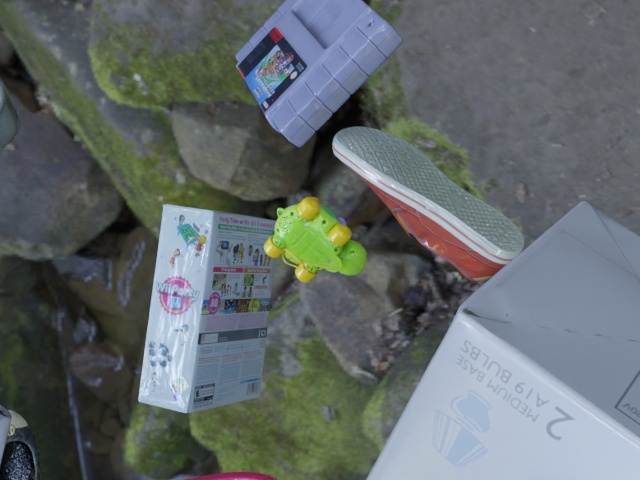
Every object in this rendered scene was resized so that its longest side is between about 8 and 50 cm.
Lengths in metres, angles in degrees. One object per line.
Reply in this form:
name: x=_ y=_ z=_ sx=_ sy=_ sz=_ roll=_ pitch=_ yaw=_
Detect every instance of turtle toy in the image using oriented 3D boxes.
turtle toy: x=0.000 y=0.000 z=1.112 sx=0.130 sy=0.066 sz=0.095 roll=39 pitch=120 yaw=-8

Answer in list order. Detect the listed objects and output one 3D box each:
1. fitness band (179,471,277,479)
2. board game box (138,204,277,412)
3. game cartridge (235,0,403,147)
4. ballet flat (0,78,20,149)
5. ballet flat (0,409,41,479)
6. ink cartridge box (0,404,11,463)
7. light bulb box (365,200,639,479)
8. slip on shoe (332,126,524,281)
fitness band: x=-0.199 y=0.452 z=1.487 sx=0.291 sy=0.209 sz=0.054 roll=-9 pitch=101 yaw=-7
board game box: x=-0.170 y=0.105 z=1.453 sx=0.097 sy=0.224 sz=0.303 roll=8 pitch=90 yaw=24
game cartridge: x=-0.021 y=-0.304 z=1.452 sx=0.230 sy=0.068 sz=0.355 roll=-42 pitch=33 yaw=8
ballet flat: x=-0.301 y=-0.052 z=0.659 sx=0.072 sy=0.213 sz=0.068 roll=20 pitch=140 yaw=16
ballet flat: x=-0.356 y=0.286 z=1.078 sx=0.049 sy=0.057 sz=0.173 roll=141 pitch=119 yaw=-68
ink cartridge box: x=-0.348 y=0.273 z=0.484 sx=0.151 sy=0.270 sz=0.395 roll=20 pitch=103 yaw=22
light bulb box: x=0.206 y=0.235 z=0.606 sx=0.358 sy=0.225 sz=0.361 roll=35 pitch=125 yaw=21
slip on shoe: x=0.147 y=-0.055 z=1.372 sx=0.331 sy=0.123 sz=0.101 roll=38 pitch=131 yaw=10
